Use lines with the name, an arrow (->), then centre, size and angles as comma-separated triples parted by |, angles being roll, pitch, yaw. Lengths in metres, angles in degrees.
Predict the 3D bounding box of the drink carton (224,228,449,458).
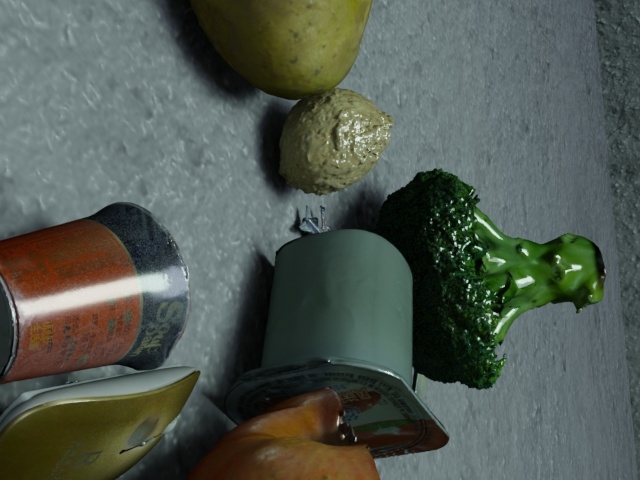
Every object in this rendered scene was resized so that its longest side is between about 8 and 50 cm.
drink carton -> 0.021, 0.100, 0.885 | 0.191, 0.185, 0.189 | 50, 38, -41

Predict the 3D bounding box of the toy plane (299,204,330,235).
toy plane -> 0.000, 0.000, 1.025 | 0.083, 0.031, 0.078 | 58, 36, -36

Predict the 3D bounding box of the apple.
apple -> -0.048, 0.255, 0.687 | 0.293, 0.163, 0.251 | -177, -96, -78

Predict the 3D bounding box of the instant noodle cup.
instant noodle cup -> -0.179, 0.041, 0.604 | 0.136, 0.127, 0.127 | -13, 93, -54

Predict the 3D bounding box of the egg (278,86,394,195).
egg -> 0.014, -0.111, 0.985 | 0.140, 0.118, 0.116 | -49, 158, -28

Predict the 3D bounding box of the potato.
potato -> -0.038, -0.274, 0.883 | 0.229, 0.229, 0.266 | -38, 130, -59

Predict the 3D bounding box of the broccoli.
broccoli -> 0.191, 0.044, 1.122 | 0.297, 0.297, 0.297 | 177, -90, -82

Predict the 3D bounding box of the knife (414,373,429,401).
knife -> 0.162, 0.131, 1.306 | 0.047, 0.017, 0.298 | 58, 35, -47

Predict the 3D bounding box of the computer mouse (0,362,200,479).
computer mouse -> -0.157, 0.138, 0.643 | 0.045, 0.102, 0.199 | 42, 17, 23
